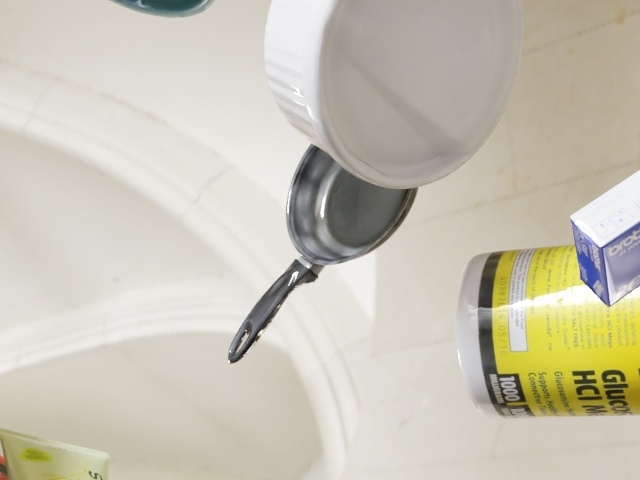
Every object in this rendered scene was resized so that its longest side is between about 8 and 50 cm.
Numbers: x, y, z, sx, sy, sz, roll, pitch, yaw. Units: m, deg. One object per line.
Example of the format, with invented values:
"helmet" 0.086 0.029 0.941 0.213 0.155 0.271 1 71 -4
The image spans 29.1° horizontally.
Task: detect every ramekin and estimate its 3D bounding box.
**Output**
"ramekin" 0.065 -0.195 1.228 0.127 0.273 0.272 22 -32 48

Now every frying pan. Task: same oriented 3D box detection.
"frying pan" 0.021 -0.001 1.368 0.053 0.326 0.197 27 -15 -40

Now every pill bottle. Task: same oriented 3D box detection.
"pill bottle" 0.327 0.093 1.309 0.334 0.188 0.188 -6 -50 25

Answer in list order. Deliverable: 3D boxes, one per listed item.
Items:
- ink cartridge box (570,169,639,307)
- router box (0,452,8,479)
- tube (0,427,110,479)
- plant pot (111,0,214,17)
"ink cartridge box" 0.317 -0.035 1.073 0.046 0.207 0.097 52 -9 38
"router box" -0.295 0.357 1.017 0.301 0.335 0.082 32 4 -7
"tube" -0.184 0.205 0.882 0.062 0.240 0.070 -28 -64 -3
"plant pot" -0.215 -0.541 1.685 0.341 0.334 0.341 23 -23 10
